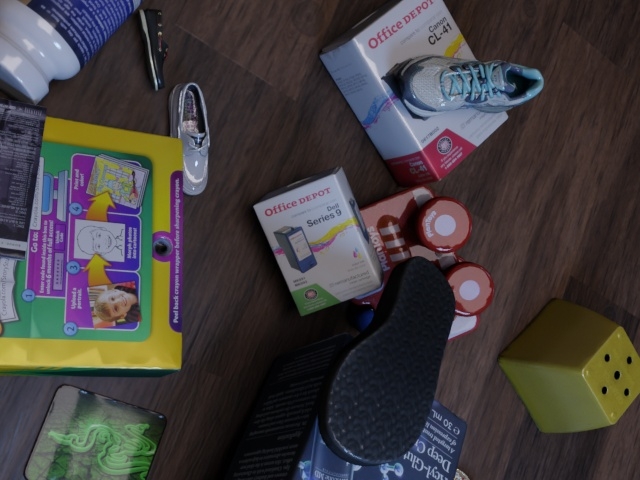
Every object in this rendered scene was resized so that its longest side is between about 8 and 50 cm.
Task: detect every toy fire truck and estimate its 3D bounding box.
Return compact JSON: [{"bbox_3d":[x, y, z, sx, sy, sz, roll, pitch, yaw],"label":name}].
[{"bbox_3d":[0.159,0.054,1.470,0.254,0.169,0.302,-21,99,-3],"label":"toy fire truck"}]

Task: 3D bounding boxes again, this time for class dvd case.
[{"bbox_3d":[-0.463,-0.092,1.061,0.164,0.018,0.221,10,71,-24],"label":"dvd case"}]

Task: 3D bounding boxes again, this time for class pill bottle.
[{"bbox_3d":[-0.382,-0.332,1.166,0.153,0.153,0.265,42,69,-21],"label":"pill bottle"}]

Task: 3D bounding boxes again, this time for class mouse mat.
[{"bbox_3d":[-0.348,0.323,1.251,0.189,0.007,0.153,25,77,-27],"label":"mouse mat"}]

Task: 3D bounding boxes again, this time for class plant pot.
[{"bbox_3d":[0.536,0.265,1.638,0.212,0.187,0.212,-41,107,-24],"label":"plant pot"}]

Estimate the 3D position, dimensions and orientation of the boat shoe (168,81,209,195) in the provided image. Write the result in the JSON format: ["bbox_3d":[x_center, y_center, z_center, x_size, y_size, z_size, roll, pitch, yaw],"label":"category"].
[{"bbox_3d":[-0.209,-0.168,1.308,0.066,0.063,0.184,1,88,-29],"label":"boat shoe"}]

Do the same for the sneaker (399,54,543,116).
[{"bbox_3d":[0.267,-0.281,1.394,0.283,0.122,0.110,-8,93,-30],"label":"sneaker"}]

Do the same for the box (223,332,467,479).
[{"bbox_3d":[0.024,0.401,1.272,0.293,0.212,0.395,38,53,-21],"label":"box"}]

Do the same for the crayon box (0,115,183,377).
[{"bbox_3d":[-0.364,0.011,1.159,0.313,0.106,0.363,6,73,-27],"label":"crayon box"}]

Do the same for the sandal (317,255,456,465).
[{"bbox_3d":[0.100,0.189,1.227,0.167,0.107,0.446,51,36,-8],"label":"sandal"}]

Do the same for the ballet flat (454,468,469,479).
[{"bbox_3d":[0.235,0.458,1.539,0.241,0.091,0.077,47,38,-24],"label":"ballet flat"}]

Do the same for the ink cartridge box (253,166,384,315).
[{"bbox_3d":[0.000,0.000,1.365,0.154,0.093,0.212,-20,99,13],"label":"ink cartridge box"}]

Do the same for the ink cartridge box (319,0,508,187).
[{"bbox_3d":[0.178,-0.286,1.489,0.226,0.131,0.306,-42,109,-23],"label":"ink cartridge box"}]

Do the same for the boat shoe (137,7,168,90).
[{"bbox_3d":[-0.265,-0.309,1.290,0.042,0.049,0.133,-8,88,-21],"label":"boat shoe"}]
